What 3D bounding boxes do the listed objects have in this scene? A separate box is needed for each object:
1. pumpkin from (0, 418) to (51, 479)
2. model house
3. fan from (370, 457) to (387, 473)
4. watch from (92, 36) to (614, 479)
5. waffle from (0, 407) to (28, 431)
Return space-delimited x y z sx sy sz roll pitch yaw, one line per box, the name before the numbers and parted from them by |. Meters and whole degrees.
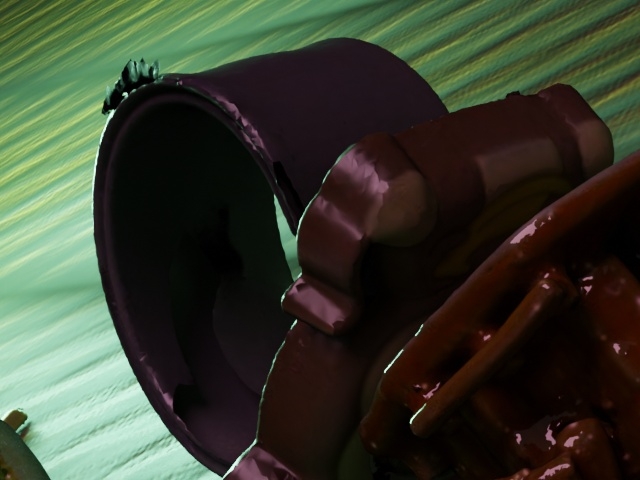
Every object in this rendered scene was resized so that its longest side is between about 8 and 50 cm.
pumpkin | -0.334 0.289 1.481 0.197 0.263 0.293 -28 13 39
model house | 0.170 0.105 1.054 0.199 0.229 0.219 -38 -19 -16
fan | 0.089 0.077 1.481 0.244 0.074 0.130 -50 40 -11
watch | 0.000 0.000 1.301 0.314 0.335 0.327 -19 44 -34
waffle | -0.347 0.217 1.841 0.097 0.023 0.153 -2 46 48
